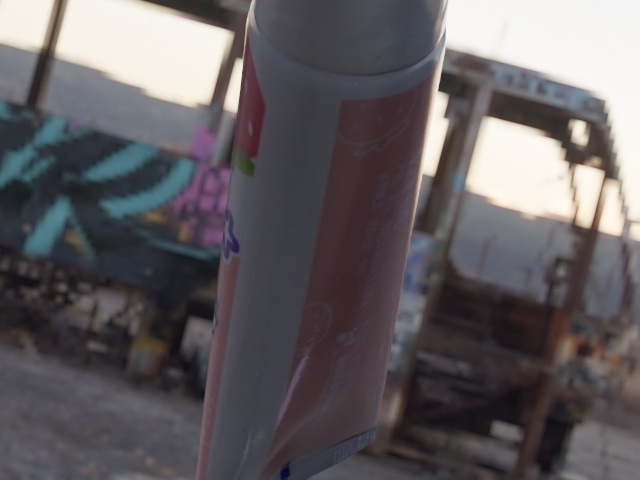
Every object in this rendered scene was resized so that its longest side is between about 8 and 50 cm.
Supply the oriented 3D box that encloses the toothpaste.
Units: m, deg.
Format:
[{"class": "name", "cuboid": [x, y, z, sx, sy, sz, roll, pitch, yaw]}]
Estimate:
[{"class": "toothpaste", "cuboid": [0.000, 0.000, 0.470, 0.067, 0.194, 0.043, -27, 54, -31]}]
